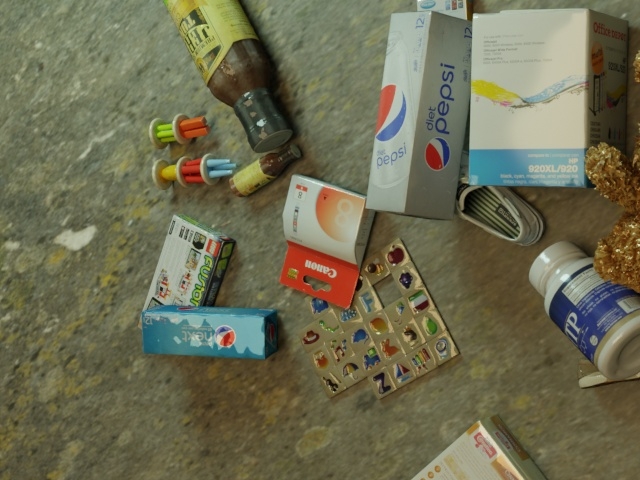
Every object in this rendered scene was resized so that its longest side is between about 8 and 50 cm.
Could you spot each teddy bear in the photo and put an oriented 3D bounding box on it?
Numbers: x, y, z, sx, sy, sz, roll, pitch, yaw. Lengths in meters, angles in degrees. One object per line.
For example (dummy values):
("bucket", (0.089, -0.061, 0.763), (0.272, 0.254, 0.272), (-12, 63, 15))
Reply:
("teddy bear", (0.458, -0.095, 1.660), (0.338, 0.245, 0.113), (-62, 26, -7))

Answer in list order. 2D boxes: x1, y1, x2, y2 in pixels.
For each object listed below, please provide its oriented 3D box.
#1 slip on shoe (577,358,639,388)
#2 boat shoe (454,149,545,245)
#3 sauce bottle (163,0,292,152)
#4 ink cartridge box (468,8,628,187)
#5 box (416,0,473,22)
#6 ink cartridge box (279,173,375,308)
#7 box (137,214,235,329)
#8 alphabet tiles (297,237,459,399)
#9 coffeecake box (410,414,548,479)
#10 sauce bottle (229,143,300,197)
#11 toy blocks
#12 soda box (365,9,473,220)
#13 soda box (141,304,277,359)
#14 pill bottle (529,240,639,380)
("slip on shoe", (0.415, 0.173, 1.785), (0.135, 0.051, 0.041), (-16, 74, 36))
("boat shoe", (0.220, -0.071, 1.875), (0.226, 0.076, 0.083), (32, 107, 26))
("sauce bottle", (-0.148, -0.301, 2.067), (0.111, 0.111, 0.344), (-36, 73, 26))
("ink cartridge box", (0.310, -0.188, 1.763), (0.168, 0.171, 0.233), (2, 93, 31))
("box", (0.184, -0.309, 1.918), (0.081, 0.028, 0.136), (-4, 91, 31))
("ink cartridge box", (0.000, 0.000, 2.022), (0.145, 0.045, 0.179), (20, 97, 33))
("box", (-0.224, 0.073, 2.167), (0.114, 0.036, 0.207), (27, 105, 27))
("alphabet tiles", (0.076, 0.140, 2.007), (0.237, 0.009, 0.198), (-33, 75, 28))
("coffeecake box", (0.223, 0.367, 1.891), (0.185, 0.068, 0.142), (-46, 69, 24))
("sauce bottle", (-0.087, -0.112, 2.076), (0.128, 0.042, 0.042), (-30, 77, 30))
("toy blocks", (-0.206, -0.149, 2.139), (0.148, 0.054, 0.123), (-4, 90, 31))
("soda box", (0.144, -0.176, 1.849), (0.091, 0.098, 0.286), (9, 92, 53))
("soda box", (-0.178, 0.146, 2.093), (0.210, 0.067, 0.071), (1, 98, 17))
("pill bottle", (0.368, 0.088, 1.756), (0.112, 0.112, 0.187), (-56, 46, 19))
